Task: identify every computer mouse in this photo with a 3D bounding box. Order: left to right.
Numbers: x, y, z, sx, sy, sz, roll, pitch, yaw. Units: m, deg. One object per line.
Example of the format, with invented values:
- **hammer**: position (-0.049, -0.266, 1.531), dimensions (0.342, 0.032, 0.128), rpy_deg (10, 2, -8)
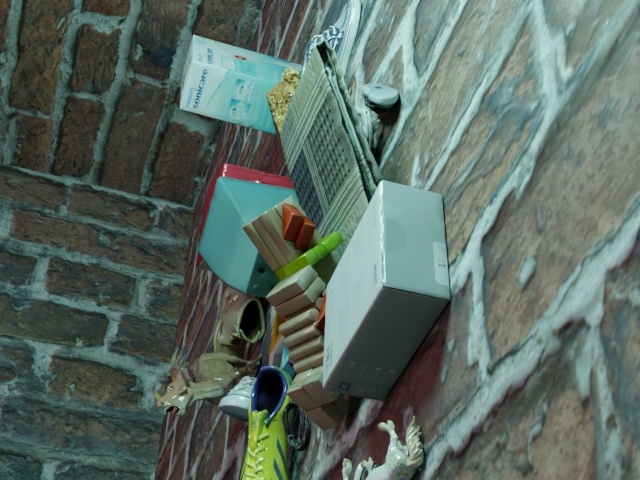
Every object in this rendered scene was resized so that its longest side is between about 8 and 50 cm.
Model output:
- **computer mouse**: position (-0.023, 0.235, 1.818), dimensions (0.071, 0.041, 0.242), rpy_deg (-3, 74, 34)

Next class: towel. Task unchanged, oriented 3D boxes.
- **towel**: position (0.022, -0.106, 1.689), dimensions (0.324, 0.056, 0.312), rpy_deg (120, 136, -65)

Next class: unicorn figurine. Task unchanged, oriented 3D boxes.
- **unicorn figurine**: position (0.071, 0.290, 1.267), dimensions (0.162, 0.060, 0.111), rpy_deg (-64, 27, 26)

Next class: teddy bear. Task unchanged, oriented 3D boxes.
- **teddy bear**: position (-0.025, -0.204, 2.078), dimensions (0.338, 0.113, 0.245), rpy_deg (-113, 10, -72)

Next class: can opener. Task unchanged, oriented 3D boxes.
- **can opener**: position (0.042, -0.196, 1.845), dimensions (0.280, 0.093, 0.074), rpy_deg (-123, 29, -77)

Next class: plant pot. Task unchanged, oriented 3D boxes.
- **plant pot**: position (-0.111, 0.009, 2.016), dimensions (0.234, 0.165, 0.165), rpy_deg (-126, 49, -59)

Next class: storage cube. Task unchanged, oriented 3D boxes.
- **storage cube**: position (-0.160, -0.033, 2.372), dimensions (0.215, 0.183, 0.193), rpy_deg (133, 146, -65)

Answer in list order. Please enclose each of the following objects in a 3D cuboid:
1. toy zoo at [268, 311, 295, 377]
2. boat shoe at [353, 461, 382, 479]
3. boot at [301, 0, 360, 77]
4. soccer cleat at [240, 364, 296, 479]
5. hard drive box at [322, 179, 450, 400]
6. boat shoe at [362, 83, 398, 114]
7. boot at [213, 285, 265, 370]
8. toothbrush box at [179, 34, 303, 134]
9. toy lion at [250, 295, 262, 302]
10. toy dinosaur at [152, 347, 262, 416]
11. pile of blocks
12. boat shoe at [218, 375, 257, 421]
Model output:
- **toy zoo**: position (-0.054, 0.168, 2.036), dimensions (0.293, 0.030, 0.192), rpy_deg (120, 159, -52)
- **boat shoe**: position (0.060, 0.339, 1.327), dimensions (0.046, 0.038, 0.125), rpy_deg (33, -116, -57)
- **boot**: position (0.021, -0.406, 2.172), dimensions (0.069, 0.086, 0.190), rpy_deg (-148, 71, -77)
- **soccer cleat**: position (-0.098, 0.349, 1.824), dimensions (0.121, 0.093, 0.289), rpy_deg (64, -153, -52)
- **hard drive box**: position (0.080, 0.069, 1.397), dimensions (0.232, 0.089, 0.181), rpy_deg (115, 163, -46)
- **boat shoe**: position (0.098, -0.228, 1.749), dimensions (0.142, 0.049, 0.040), rpy_deg (-114, 20, -73)
- **boot**: position (-0.184, 0.217, 2.458), dimensions (0.165, 0.077, 0.213), rpy_deg (-152, 68, -66)
- **toothbrush box**: position (-0.173, -0.358, 2.507), dimensions (0.216, 0.295, 0.126), rpy_deg (-100, 26, -63)
- **toy lion**: position (-0.158, 0.142, 2.549), dimensions (0.096, 0.034, 0.100), rpy_deg (153, 129, -65)
- **toy dinosaur**: position (-0.238, 0.288, 2.289), dimensions (0.296, 0.200, 0.127), rpy_deg (-61, -18, -85)
- **pile of blocks**: position (0.007, 0.090, 1.587), dimensions (0.112, 0.149, 0.362), rpy_deg (-29, 71, 49)
- **boat shoe**: position (-0.143, 0.306, 2.090), dimensions (0.258, 0.095, 0.084), rpy_deg (112, 175, -77)
